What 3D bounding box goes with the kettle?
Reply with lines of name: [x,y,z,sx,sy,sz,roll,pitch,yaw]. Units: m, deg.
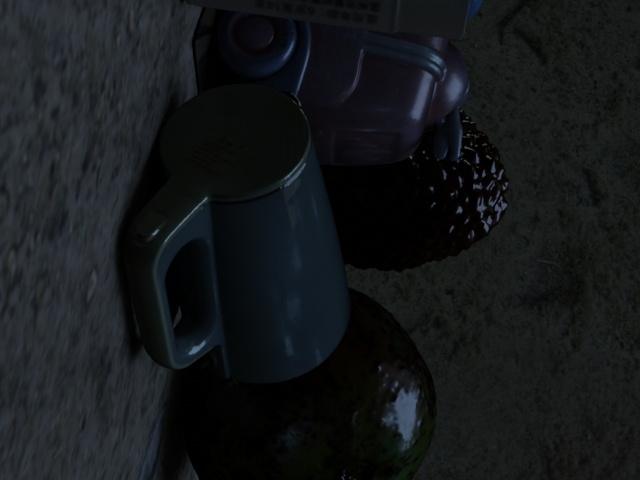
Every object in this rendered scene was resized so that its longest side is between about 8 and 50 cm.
kettle: [-0.075,0.011,0.735,0.210,0.160,0.243,-47,153,-25]

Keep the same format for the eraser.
eraser: [0.012,-0.221,0.672,0.068,0.210,0.124,93,7,-51]

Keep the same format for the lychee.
lychee: [0.083,-0.074,1.021,0.236,0.271,0.235,-34,132,-46]

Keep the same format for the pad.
pad: [-0.088,-0.164,0.909,0.330,0.004,0.220,94,7,-59]

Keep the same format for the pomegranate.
pomegranate: [-0.023,0.159,1.016,0.340,0.285,0.284,-124,-142,-59]

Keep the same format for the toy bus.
toy bus: [0.038,-0.209,0.864,0.197,0.232,0.294,85,16,-76]
